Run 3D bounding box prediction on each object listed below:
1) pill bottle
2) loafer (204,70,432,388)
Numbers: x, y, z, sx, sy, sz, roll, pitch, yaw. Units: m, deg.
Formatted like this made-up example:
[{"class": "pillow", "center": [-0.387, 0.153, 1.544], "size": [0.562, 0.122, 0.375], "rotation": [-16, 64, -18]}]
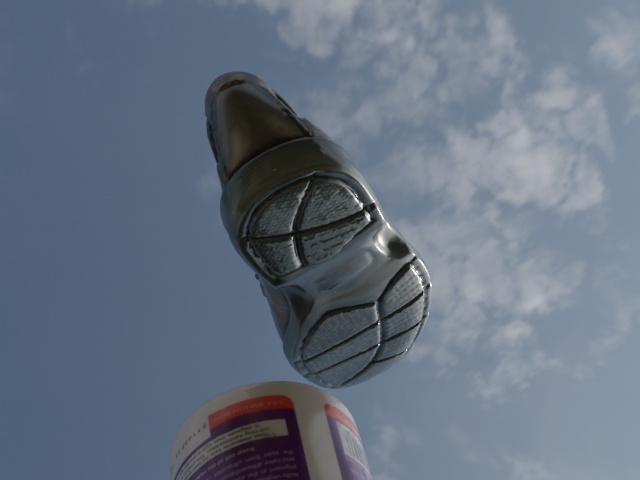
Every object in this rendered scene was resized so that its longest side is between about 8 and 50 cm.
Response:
[{"class": "pill bottle", "center": [-0.015, 0.173, 0.579], "size": [0.108, 0.108, 0.193], "rotation": [-7, -141, -8]}, {"class": "loafer", "center": [0.000, 0.000, 0.655], "size": [0.096, 0.267, 0.084], "rotation": [-27, -119, -2]}]
